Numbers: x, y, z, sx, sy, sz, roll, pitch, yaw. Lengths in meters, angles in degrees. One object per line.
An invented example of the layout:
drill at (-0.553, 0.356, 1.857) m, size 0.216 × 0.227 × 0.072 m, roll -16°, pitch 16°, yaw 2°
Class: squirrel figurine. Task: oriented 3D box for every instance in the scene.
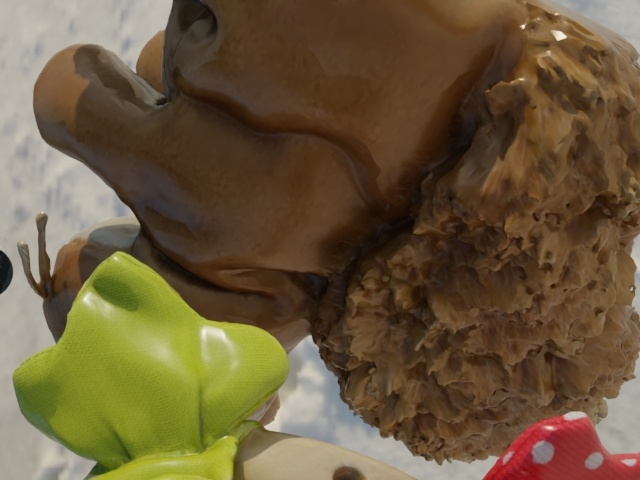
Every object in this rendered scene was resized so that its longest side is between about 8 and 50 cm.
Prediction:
squirrel figurine at (0.000, 0.000, 0.836) m, size 0.397 × 0.281 × 0.370 m, roll 29°, pitch 106°, yaw 15°

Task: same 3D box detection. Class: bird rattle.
bird rattle at (0.000, 0.112, 0.537) m, size 0.207 × 0.253 × 0.143 m, roll 121°, pitch 158°, yaw -55°

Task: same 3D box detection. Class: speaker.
speaker at (-0.336, 0.015, 1.372) m, size 0.136 × 0.055 × 0.055 m, roll -144°, pitch 63°, yaw -67°
